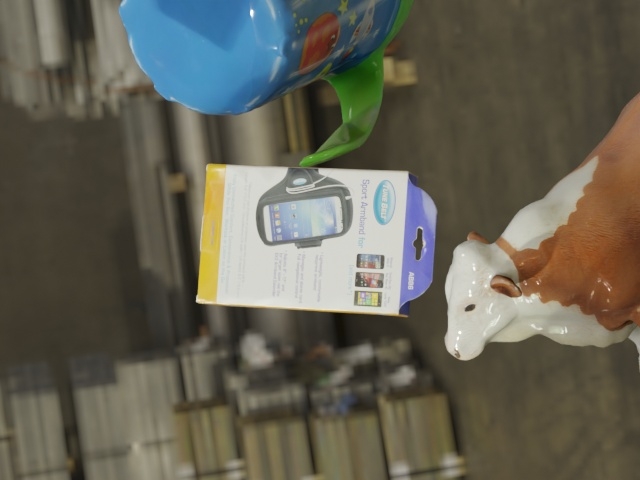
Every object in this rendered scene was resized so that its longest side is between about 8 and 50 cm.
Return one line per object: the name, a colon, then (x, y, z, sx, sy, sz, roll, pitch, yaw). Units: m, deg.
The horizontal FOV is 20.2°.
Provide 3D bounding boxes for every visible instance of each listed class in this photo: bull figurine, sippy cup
bull figurine: (0.221, -0.001, 1.251, 0.188, 0.310, 0.101, 52, 159, -22)
sippy cup: (-0.059, -0.226, 1.628, 0.224, 0.305, 0.240, -45, -14, -53)

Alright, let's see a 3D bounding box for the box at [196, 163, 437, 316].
box: (0.000, 0.000, 1.012, 0.028, 0.136, 0.081, 19, -105, -75)
